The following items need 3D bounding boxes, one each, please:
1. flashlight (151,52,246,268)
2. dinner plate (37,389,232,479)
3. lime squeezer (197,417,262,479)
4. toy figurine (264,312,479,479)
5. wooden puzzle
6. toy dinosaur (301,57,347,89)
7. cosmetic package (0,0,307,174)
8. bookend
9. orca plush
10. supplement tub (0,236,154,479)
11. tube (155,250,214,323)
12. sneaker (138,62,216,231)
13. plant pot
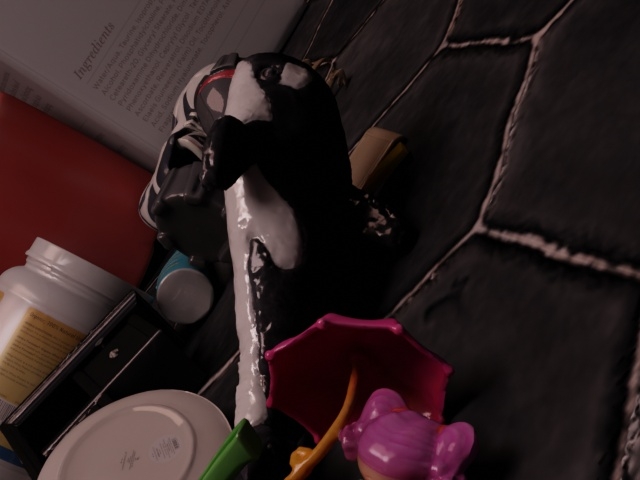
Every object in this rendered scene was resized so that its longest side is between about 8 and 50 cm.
[{"bbox_3d":[-0.103,-0.093,0.927,0.103,0.103,0.304,-9,30,13],"label":"flashlight"},{"bbox_3d":[-0.125,0.149,0.595,0.141,0.017,0.141,-10,39,8],"label":"dinner plate"},{"bbox_3d":[-0.142,0.184,0.496,0.310,0.110,0.059,-20,40,24],"label":"lime squeezer"},{"bbox_3d":[0.003,0.104,0.355,0.173,0.130,0.159,16,63,49],"label":"toy figurine"},{"bbox_3d":[0.031,-0.052,0.672,0.078,0.014,0.116,-50,19,8],"label":"wooden puzzle"},{"bbox_3d":[-0.019,-0.143,0.891,0.092,0.053,0.183,-33,30,55],"label":"toy dinosaur"},{"bbox_3d":[-0.301,-0.298,1.333,0.327,0.393,0.329,-62,19,-14],"label":"cosmetic package"},{"bbox_3d":[-0.153,0.132,0.704,0.156,0.072,0.157,-47,29,-14],"label":"bookend"},{"bbox_3d":[0.000,0.000,0.526,0.102,0.151,0.287,-10,45,14],"label":"orca plush"},{"bbox_3d":[-0.252,0.112,0.822,0.200,0.144,0.144,-62,18,-9],"label":"supplement tub"},{"bbox_3d":[-0.141,0.037,0.926,0.080,0.052,0.207,-48,13,-1],"label":"tube"},{"bbox_3d":[-0.140,-0.122,1.107,0.235,0.094,0.153,-62,20,-15],"label":"sneaker"},{"bbox_3d":[-0.352,-0.031,1.206,0.275,0.243,0.275,-49,30,43],"label":"plant pot"}]
